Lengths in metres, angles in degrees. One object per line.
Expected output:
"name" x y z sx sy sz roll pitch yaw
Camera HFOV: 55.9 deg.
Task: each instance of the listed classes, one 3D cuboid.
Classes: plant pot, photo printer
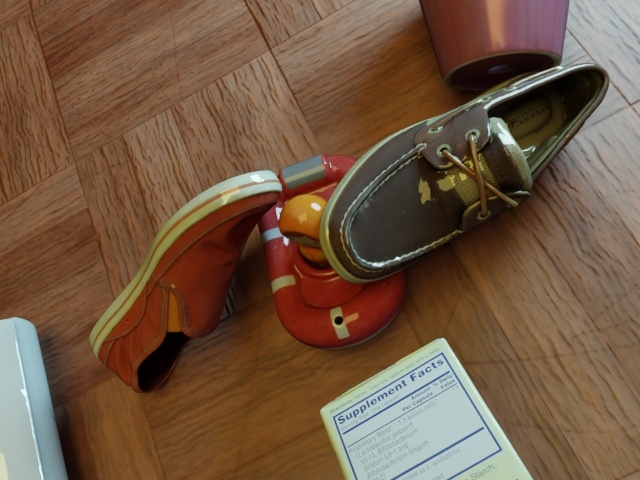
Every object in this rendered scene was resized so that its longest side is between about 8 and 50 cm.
"plant pot" 0.196 -0.276 0.679 0.201 0.201 0.180 -5 85 16
"photo printer" -0.427 0.267 0.679 0.256 0.107 0.307 -17 65 -15

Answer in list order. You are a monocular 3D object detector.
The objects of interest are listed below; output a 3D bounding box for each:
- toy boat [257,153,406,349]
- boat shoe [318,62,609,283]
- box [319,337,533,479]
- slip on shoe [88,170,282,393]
"toy boat" 0.000 0.000 0.653 0.151 0.151 0.231 -20 66 10
"boat shoe" 0.151 -0.078 0.592 0.342 0.123 0.123 -32 97 -19
"box" 0.127 0.238 0.450 0.117 0.213 0.243 -31 40 5
"slip on shoe" -0.139 0.051 0.660 0.101 0.123 0.331 49 117 13
